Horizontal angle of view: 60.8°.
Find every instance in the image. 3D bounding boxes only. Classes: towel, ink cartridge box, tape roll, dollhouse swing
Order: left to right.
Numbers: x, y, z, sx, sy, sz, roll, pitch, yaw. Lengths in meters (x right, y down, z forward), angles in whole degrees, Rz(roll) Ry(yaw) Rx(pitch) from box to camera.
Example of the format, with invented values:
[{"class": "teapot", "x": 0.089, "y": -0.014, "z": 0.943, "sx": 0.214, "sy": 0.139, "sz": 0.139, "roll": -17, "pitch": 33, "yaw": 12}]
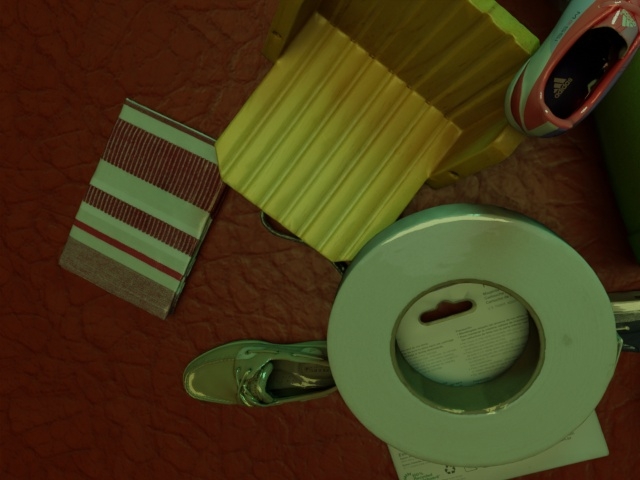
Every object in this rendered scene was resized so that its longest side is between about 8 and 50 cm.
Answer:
[{"class": "towel", "x": -0.306, "y": -0.054, "z": 0.966, "sx": 0.237, "sy": 0.037, "sz": 0.328, "roll": 26, "pitch": 97, "yaw": 8}, {"class": "dollhouse swing", "x": 0.052, "y": -0.163, "z": 0.743, "sx": 0.347, "sy": 0.315, "sz": 0.304, "roll": 38, "pitch": 76, "yaw": -8}, {"class": "tape roll", "x": 0.205, "y": 0.140, "z": 0.773, "sx": 0.393, "sy": 0.072, "sz": 0.391, "roll": 2, "pitch": 106, "yaw": 7}, {"class": "ink cartridge box", "x": 0.243, "y": 0.223, "z": 0.882, "sx": 0.324, "sy": 0.071, "sz": 0.329, "roll": -19, "pitch": 89, "yaw": 12}]

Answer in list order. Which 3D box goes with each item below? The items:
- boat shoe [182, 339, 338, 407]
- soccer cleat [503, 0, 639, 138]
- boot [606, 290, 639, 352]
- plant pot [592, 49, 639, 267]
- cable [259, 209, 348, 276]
[{"class": "boat shoe", "x": -0.099, "y": 0.230, "z": 0.922, "sx": 0.303, "sy": 0.098, "sz": 0.109, "roll": -6, "pitch": 94, "yaw": 10}, {"class": "soccer cleat", "x": 0.315, "y": -0.247, "z": 0.565, "sx": 0.109, "sy": 0.116, "sz": 0.318, "roll": 31, "pitch": 105, "yaw": -5}, {"class": "boot", "x": 0.520, "y": 0.120, "z": 0.823, "sx": 0.190, "sy": 0.069, "sz": 0.086, "roll": -7, "pitch": 100, "yaw": 28}, {"class": "plant pot", "x": 0.513, "y": -0.173, "z": 0.685, "sx": 0.367, "sy": 0.366, "sz": 0.352, "roll": -24, "pitch": 79, "yaw": 10}, {"class": "cable", "x": 0.000, "y": 0.000, "z": 0.899, "sx": 0.140, "sy": 0.072, "sz": 0.287, "roll": -36, "pitch": 89, "yaw": 11}]
